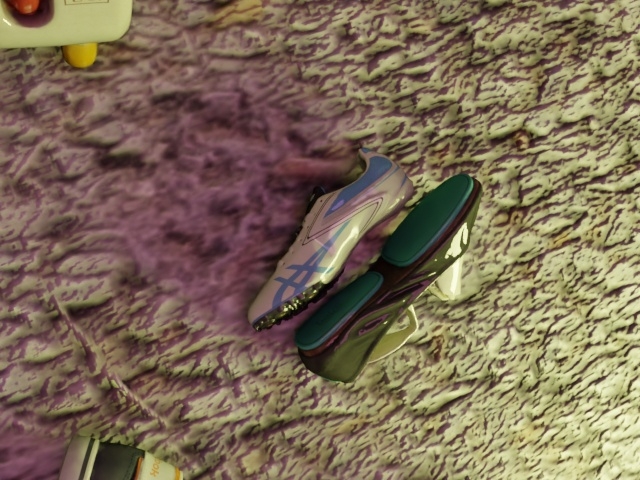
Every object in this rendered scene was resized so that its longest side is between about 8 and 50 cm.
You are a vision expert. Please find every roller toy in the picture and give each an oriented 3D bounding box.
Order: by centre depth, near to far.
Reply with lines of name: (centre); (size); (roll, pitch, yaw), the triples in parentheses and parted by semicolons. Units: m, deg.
roller toy: (-0.237, -0.266, 0.631); (0.146, 0.191, 0.209); (-9, 95, -20)

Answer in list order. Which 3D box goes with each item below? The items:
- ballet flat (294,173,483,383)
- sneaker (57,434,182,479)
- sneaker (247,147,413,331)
ballet flat: (0.092, 0.050, 0.817); (0.280, 0.095, 0.096); (-44, 115, -2)
sneaker: (-0.218, 0.359, 0.695); (0.127, 0.126, 0.321); (15, 86, -13)
sneaker: (0.000, 0.000, 0.790); (0.086, 0.085, 0.237); (41, 82, 11)
